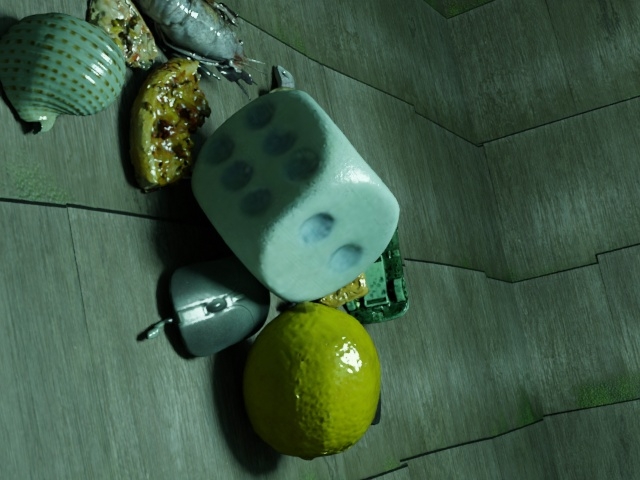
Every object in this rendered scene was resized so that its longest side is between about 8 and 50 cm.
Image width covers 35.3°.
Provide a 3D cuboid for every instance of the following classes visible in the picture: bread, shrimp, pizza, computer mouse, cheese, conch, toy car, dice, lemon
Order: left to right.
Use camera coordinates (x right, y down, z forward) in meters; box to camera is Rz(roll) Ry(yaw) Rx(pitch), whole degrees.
[{"bbox_3d":[-0.361,-0.251,1.458,0.172,0.131,0.200,53,31,-40],"label":"conch"},{"bbox_3d":[-0.338,-0.342,1.666,0.185,0.052,0.195,56,29,-27],"label":"pizza"},{"bbox_3d":[-0.252,-0.203,1.718,0.161,0.085,0.305,51,33,-41],"label":"pizza"},{"bbox_3d":[-0.217,-0.373,1.853,0.343,0.145,0.116,36,69,-47],"label":"shrimp"},{"bbox_3d":[-0.172,0.109,1.691,0.379,0.090,0.167,-26,97,-64],"label":"computer mouse"},{"bbox_3d":[-0.063,-0.280,2.166,0.163,0.082,0.286,29,32,-41],"label":"cheese"},{"bbox_3d":[-0.043,-0.075,1.734,0.268,0.264,0.262,54,5,37],"label":"dice"},{"bbox_3d":[-0.014,0.244,1.735,0.267,0.267,0.267,44,37,-47],"label":"lemon"},{"bbox_3d":[0.041,0.094,2.054,0.083,0.114,0.211,62,-3,5],"label":"bread"},{"bbox_3d":[0.125,0.053,2.304,0.125,0.136,0.306,55,26,-62],"label":"toy car"}]

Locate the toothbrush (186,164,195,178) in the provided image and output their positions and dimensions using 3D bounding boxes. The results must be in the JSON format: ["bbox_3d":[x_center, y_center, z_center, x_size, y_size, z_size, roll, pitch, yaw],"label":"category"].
[{"bbox_3d":[-0.172,-0.155,1.917,0.342,0.030,0.025,-31,127,-65],"label":"toothbrush"}]

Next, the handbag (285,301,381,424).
[{"bbox_3d":[0.027,0.249,2.031,0.332,0.075,0.192,40,38,-48],"label":"handbag"}]
